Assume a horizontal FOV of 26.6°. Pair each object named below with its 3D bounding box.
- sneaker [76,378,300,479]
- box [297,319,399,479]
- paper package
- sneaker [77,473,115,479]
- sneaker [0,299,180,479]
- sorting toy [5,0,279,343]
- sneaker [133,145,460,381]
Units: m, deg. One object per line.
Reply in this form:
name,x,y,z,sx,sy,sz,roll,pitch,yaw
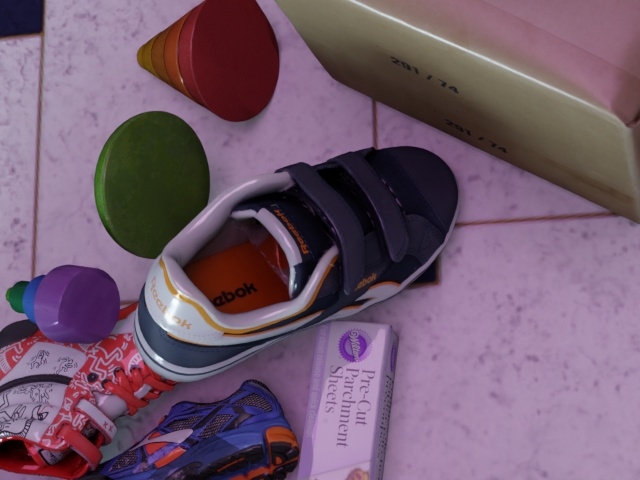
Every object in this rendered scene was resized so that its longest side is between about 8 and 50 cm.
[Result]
sneaker,-0.122,0.187,1.163,0.221,0.083,0.087,-20,48,11
box,0.012,0.228,1.120,0.067,0.063,0.324,6,77,13
paper package,0.142,-0.181,1.067,0.325,0.309,0.168,26,85,19
sneaker,-0.222,0.242,1.083,0.293,0.102,0.146,20,111,-16
sneaker,-0.163,0.124,1.150,0.270,0.090,0.145,-12,48,15
sorting toy,-0.172,-0.071,1.201,0.126,0.127,0.365,6,58,38
sneaker,0.000,0.000,1.090,0.321,0.127,0.126,-32,73,-27
